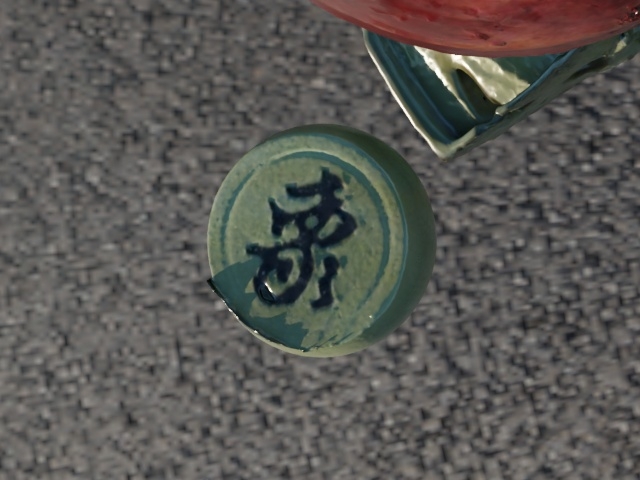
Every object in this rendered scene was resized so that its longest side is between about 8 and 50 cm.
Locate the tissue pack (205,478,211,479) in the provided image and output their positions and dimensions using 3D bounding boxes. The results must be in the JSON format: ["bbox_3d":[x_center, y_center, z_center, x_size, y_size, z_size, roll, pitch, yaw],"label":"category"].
[{"bbox_3d":[-0.056,0.159,0.885,0.062,0.083,0.042,27,133,21],"label":"tissue pack"}]

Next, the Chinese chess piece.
[{"bbox_3d":[0.000,0.000,1.146,0.144,0.058,0.144,0,90,23],"label":"Chinese chess piece"}]

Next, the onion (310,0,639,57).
[{"bbox_3d":[0.066,-0.189,0.550,0.276,0.276,0.276,2,94,37],"label":"onion"}]

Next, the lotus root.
[{"bbox_3d":[0.143,-0.158,1.156,0.235,0.138,0.119,-38,79,38],"label":"lotus root"}]
